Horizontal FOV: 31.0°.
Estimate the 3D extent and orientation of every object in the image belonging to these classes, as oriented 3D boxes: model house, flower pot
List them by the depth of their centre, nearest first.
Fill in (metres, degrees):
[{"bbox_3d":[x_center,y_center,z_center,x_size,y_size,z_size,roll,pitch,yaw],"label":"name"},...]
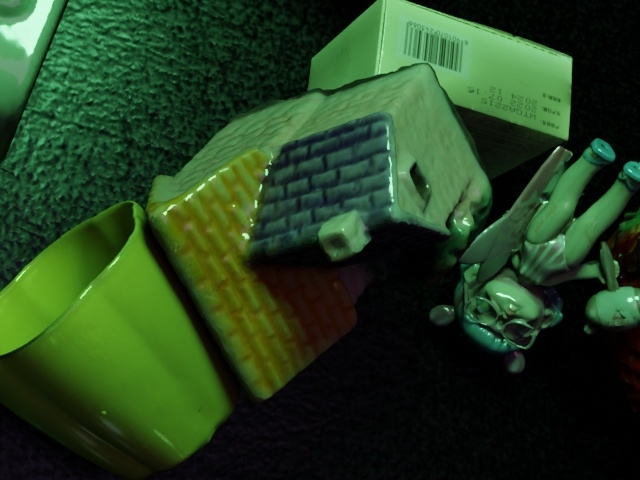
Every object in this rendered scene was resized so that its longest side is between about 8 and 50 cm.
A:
[{"bbox_3d":[-0.170,0.096,0.959,0.195,0.195,0.179,-48,113,-24],"label":"flower pot"},{"bbox_3d":[0.000,0.000,0.968,0.237,0.237,0.202,-52,125,-54],"label":"model house"}]

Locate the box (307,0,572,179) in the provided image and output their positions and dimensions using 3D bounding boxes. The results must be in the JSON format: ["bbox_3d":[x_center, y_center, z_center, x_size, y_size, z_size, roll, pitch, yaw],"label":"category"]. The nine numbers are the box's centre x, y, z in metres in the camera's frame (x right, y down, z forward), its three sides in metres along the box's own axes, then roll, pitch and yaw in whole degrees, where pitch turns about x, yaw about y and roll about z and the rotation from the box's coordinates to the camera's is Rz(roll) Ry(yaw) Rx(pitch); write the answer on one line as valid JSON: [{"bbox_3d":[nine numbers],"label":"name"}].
[{"bbox_3d":[0.112,-0.138,1.129,0.212,0.168,0.095,14,69,-22],"label":"box"}]

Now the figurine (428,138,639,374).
[{"bbox_3d":[0.236,0.021,1.127,0.205,0.260,0.103,27,31,-8],"label":"figurine"}]

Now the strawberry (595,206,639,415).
[{"bbox_3d":[0.419,0.074,1.219,0.288,0.250,0.238,66,26,-25],"label":"strawberry"}]

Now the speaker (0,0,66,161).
[{"bbox_3d":[-0.281,-0.287,0.974,0.184,0.183,0.406,21,72,-14],"label":"speaker"}]
